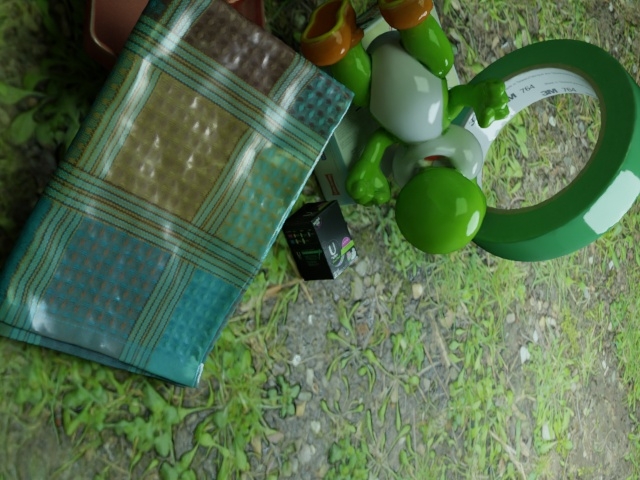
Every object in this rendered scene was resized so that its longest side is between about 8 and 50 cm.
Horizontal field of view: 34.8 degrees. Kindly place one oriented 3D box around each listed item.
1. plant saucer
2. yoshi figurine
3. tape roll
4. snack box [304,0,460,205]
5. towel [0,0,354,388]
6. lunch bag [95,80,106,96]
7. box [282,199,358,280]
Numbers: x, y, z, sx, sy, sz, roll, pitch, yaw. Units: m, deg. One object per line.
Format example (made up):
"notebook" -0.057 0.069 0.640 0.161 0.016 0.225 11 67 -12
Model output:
"plant saucer" -0.152 -0.231 1.066 0.258 0.048 0.259 32 44 -45
"yoshi figurine" 0.120 -0.126 1.250 0.203 0.204 0.362 -46 126 -23
"tape roll" 0.309 -0.130 1.454 0.077 0.321 0.321 34 61 -44
"snack box" 0.081 -0.206 1.389 0.322 0.060 0.187 -44 121 -43
"towel" -0.136 -0.040 0.998 0.271 0.040 0.370 27 93 -46
"lunch bag" -0.182 -0.149 1.069 0.083 0.053 0.071 46 49 -26
"box" 0.000 0.000 1.276 0.062 0.052 0.083 -41 117 -45
